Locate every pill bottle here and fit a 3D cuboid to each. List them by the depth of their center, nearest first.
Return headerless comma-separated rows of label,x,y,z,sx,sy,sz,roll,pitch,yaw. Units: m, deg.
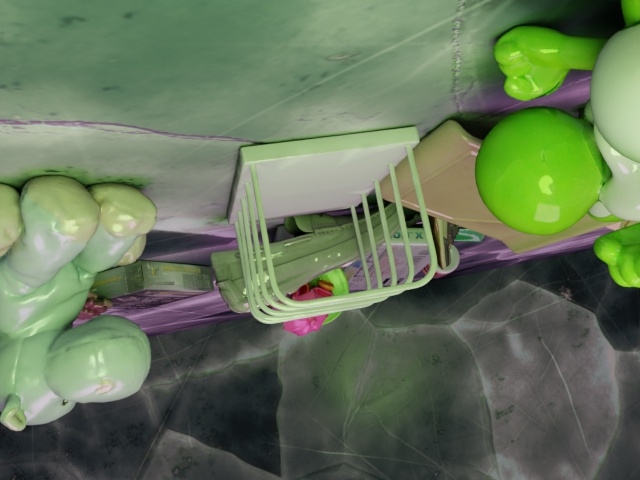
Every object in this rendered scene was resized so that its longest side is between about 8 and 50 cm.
pill bottle,0.317,0.056,1.723,0.086,0.086,0.152,-11,170,-3

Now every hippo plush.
hippo plush,-0.306,0.077,0.682,0.294,0.236,0.234,-11,171,-2

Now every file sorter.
file sorter,0.000,0.000,0.785,0.193,0.173,0.278,-8,171,-13

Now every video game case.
video game case,0.051,0.041,1.237,0.300,0.036,0.329,1,162,-9

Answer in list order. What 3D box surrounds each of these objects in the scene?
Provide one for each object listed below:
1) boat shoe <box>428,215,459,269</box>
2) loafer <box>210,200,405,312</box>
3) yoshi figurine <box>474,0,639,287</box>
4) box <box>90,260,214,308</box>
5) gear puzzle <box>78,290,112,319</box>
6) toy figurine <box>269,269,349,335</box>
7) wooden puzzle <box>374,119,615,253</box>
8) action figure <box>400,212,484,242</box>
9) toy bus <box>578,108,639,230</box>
boat shoe,0.205,-0.019,1.054,0.049,0.056,0.152,-18,127,-5
loafer,-0.013,0.000,0.976,0.319,0.111,0.112,-26,-176,-23
yoshi figurine,0.202,-0.081,0.458,0.203,0.203,0.362,28,172,16
box,-0.349,0.091,1.261,0.183,0.056,0.231,-16,169,22
gear puzzle,-0.555,0.127,1.121,0.339,0.044,0.175,-10,154,14
toy figurine,-0.043,0.092,1.051,0.173,0.130,0.159,21,-169,2
wooden puzzle,0.211,-0.062,0.800,0.239,0.044,0.221,23,161,-13
action figure,0.181,-0.015,1.233,0.232,0.063,0.137,-4,171,-8
toy bus,0.396,-0.107,0.791,0.202,0.191,0.104,-17,-152,20
